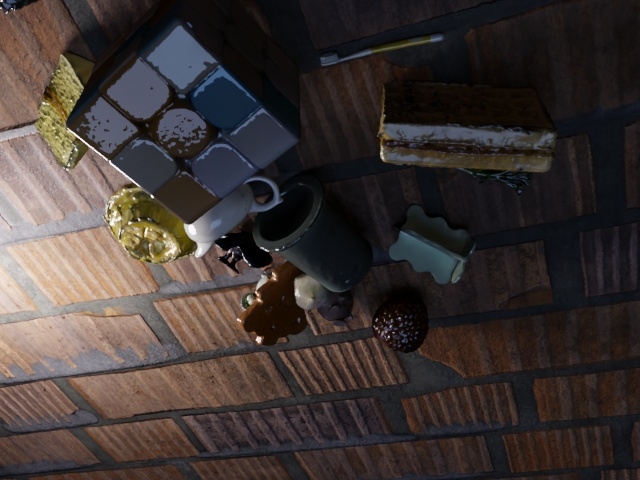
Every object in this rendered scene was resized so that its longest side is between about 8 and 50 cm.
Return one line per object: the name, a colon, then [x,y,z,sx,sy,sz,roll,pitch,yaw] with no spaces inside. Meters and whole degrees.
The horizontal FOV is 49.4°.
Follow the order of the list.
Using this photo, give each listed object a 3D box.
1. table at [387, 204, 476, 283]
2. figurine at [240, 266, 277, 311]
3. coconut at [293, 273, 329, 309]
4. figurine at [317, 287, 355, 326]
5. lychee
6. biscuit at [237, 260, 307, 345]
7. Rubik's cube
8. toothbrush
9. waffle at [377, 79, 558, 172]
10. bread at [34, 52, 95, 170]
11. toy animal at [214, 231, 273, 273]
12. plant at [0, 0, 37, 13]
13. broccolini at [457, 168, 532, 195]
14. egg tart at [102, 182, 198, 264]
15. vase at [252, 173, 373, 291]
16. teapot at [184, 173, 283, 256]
table: [0.298,0.011,1.906,0.198,0.167,0.167,27,131,-8]
figurine: [-0.163,0.154,2.129,0.132,0.132,0.154,20,120,-12]
coconut: [-0.030,0.147,2.015,0.110,0.124,0.110,-1,103,-6]
figurine: [0.048,0.185,2.109,0.125,0.138,0.125,1,130,1]
lychee: [0.249,0.247,2.128,0.188,0.188,0.188,3,134,4]
biscuit: [-0.111,0.174,2.086,0.283,0.043,0.307,16,101,-49]
Rubik's cube: [-0.275,-0.313,1.497,0.344,0.347,0.347,-33,121,23]
toothbrush: [0.137,-0.437,1.580,0.287,0.021,0.024,-8,142,14]
waffle: [0.317,-0.265,1.563,0.375,0.261,0.114,4,126,4]
bread: [-0.604,-0.316,1.734,0.141,0.178,0.266,-4,146,-36]
toy animal: [-0.202,0.012,1.968,0.179,0.218,0.116,-30,121,-21]
plant: [-0.654,-0.598,1.420,0.203,0.178,0.234,5,124,18]
broccolini: [0.418,-0.203,1.755,0.271,0.062,0.123,19,123,-8]
egg tart: [-0.468,-0.028,1.979,0.314,0.120,0.315,3,135,3]
vase: [0.000,0.000,1.876,0.245,0.245,0.291,-27,131,28]
teapot: [-0.245,-0.081,1.834,0.299,0.208,0.166,-23,104,16]
